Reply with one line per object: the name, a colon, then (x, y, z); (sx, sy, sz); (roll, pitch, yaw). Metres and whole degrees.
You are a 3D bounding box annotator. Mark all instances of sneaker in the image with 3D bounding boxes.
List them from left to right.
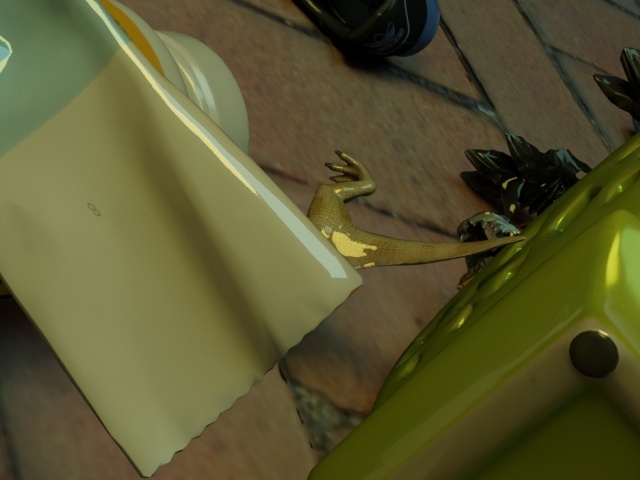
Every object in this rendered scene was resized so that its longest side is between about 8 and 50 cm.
sneaker: (-0.007, -0.222, 0.959); (0.232, 0.081, 0.090); (52, 21, 12)

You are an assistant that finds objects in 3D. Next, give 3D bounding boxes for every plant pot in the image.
plant pot: (0.143, 0.095, 0.587); (0.228, 0.227, 0.207); (49, 34, 5)

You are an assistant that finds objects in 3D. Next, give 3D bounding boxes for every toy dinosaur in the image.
toy dinosaur: (0.000, 0.000, 0.653); (0.183, 0.053, 0.092); (3, 26, 5)
toy dinosaur: (0.186, 0.024, 0.865); (0.322, 0.164, 0.218); (37, 36, -57)

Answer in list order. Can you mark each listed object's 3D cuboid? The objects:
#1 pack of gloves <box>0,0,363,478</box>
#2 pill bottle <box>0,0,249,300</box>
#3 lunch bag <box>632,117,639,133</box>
pack of gloves: (-0.138, -0.009, 0.374); (0.232, 0.195, 0.046); (48, 0, 4)
pill bottle: (-0.120, -0.036, 0.513); (0.117, 0.117, 0.208); (53, 28, 16)
lunch bag: (0.381, -0.054, 1.243); (0.219, 0.090, 0.176); (16, 40, -43)
